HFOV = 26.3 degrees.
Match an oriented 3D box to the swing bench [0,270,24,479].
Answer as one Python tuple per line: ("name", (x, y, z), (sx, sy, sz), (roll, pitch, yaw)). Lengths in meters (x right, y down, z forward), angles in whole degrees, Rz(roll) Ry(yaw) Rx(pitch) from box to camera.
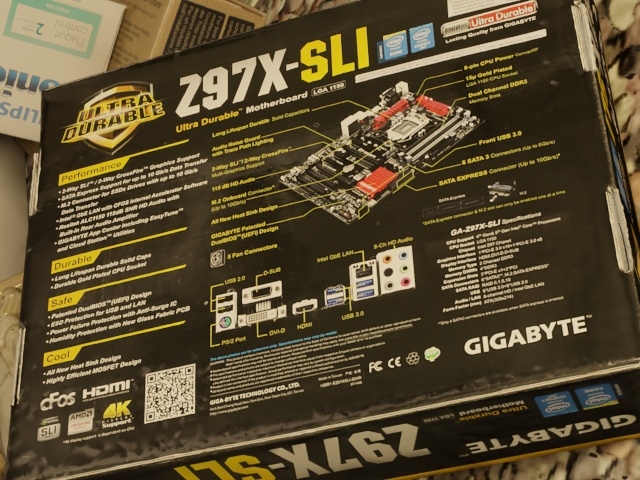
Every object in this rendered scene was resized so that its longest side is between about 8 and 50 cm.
("swing bench", (-0.151, 0.097, 0.909), (0.255, 0.165, 0.253), (-40, 33, -6))

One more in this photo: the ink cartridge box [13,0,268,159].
("ink cartridge box", (-0.155, -0.130, 1.118), (0.235, 0.088, 0.193), (36, 107, 56))

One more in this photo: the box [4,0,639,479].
("box", (0.000, 0.000, 0.712), (0.322, 0.079, 0.257), (-14, 53, 16))

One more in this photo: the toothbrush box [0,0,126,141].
("toothbrush box", (-0.319, -0.181, 1.105), (0.295, 0.216, 0.126), (33, 107, 58))

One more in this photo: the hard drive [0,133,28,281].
("hard drive", (-0.321, -0.007, 1.091), (0.040, 0.307, 0.203), (-2, 92, 15))
